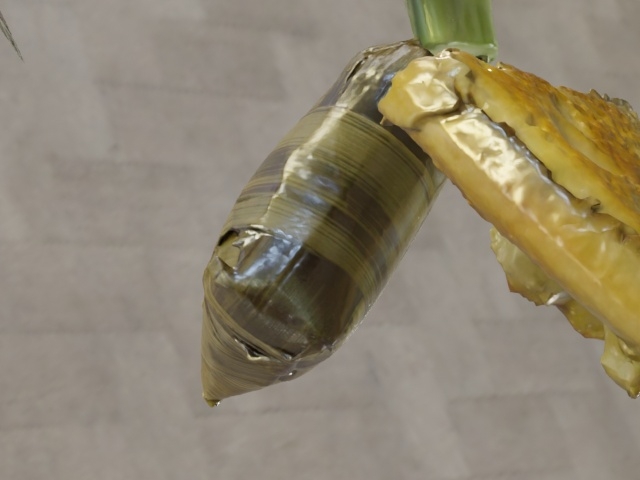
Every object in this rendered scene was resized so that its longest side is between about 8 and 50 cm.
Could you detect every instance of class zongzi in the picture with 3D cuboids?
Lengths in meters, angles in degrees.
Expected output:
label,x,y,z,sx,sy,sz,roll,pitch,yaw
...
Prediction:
label,x,y,z,sx,sy,sz,roll,pitch,yaw
zongzi,0.000,0.000,1.556,0.134,0.288,0.286,35,66,4

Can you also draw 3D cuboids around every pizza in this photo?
label,x,y,z,sx,sy,sz,roll,pitch,yaw
pizza,0.163,0.027,0.895,0.323,0.089,0.223,41,17,1

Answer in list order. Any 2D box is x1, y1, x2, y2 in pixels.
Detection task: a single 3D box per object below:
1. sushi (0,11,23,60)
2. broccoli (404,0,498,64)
label,x,y,z,sx,sy,sz,roll,pitch,yaw
sushi,-0.255,-0.239,1.388,0.139,0.031,0.201,52,-14,44
broccoli,0.132,-0.333,1.756,0.302,0.249,0.375,60,15,16
